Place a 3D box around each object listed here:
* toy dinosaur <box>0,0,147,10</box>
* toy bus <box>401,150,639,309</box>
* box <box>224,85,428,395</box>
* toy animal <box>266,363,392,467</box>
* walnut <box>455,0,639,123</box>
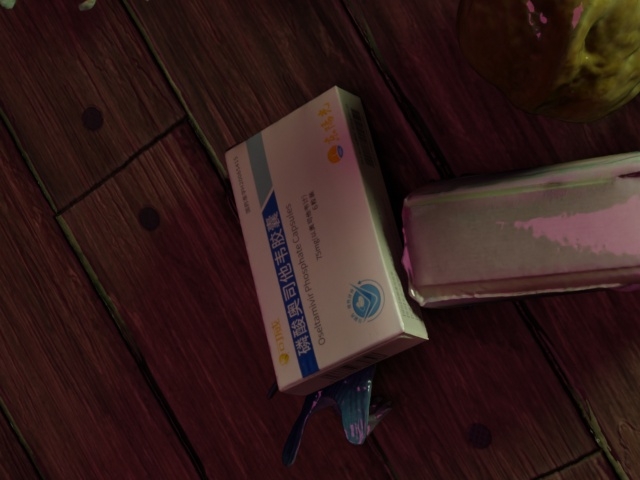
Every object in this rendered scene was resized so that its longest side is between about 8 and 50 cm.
[{"bbox_3d":[-0.391,-0.439,1.805,0.205,0.092,0.393,-39,81,28],"label":"toy dinosaur"},{"bbox_3d":[0.284,-0.007,1.515,0.386,0.162,0.171,-8,97,28],"label":"toy bus"},{"bbox_3d":[0.000,0.000,1.642,0.200,0.065,0.343,-28,63,30],"label":"box"},{"bbox_3d":[0.016,0.171,1.706,0.176,0.255,0.239,52,163,-18],"label":"toy animal"},{"bbox_3d":[0.277,-0.266,1.418,0.227,0.283,0.283,21,113,-8],"label":"walnut"}]
